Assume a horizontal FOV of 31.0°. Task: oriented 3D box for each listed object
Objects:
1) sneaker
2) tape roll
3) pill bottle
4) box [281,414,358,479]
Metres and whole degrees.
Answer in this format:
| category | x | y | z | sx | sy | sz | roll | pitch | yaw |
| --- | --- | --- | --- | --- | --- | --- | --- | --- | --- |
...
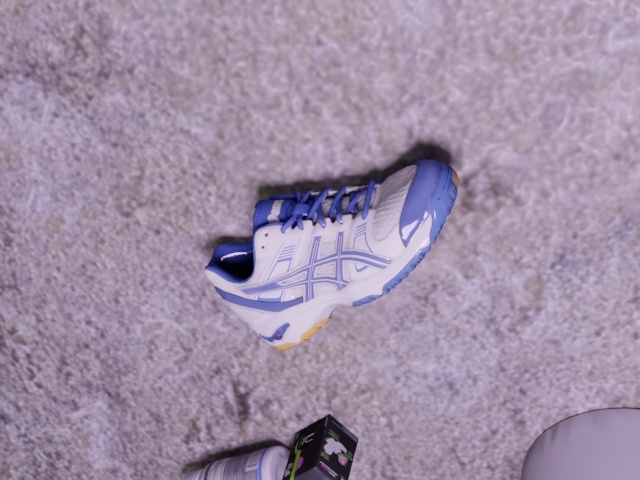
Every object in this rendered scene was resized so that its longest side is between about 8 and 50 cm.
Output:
| category | x | y | z | sx | sy | sz | roll | pitch | yaw |
| --- | --- | --- | --- | --- | --- | --- | --- | --- | --- |
| sneaker | 0.000 | 0.000 | 1.118 | 0.131 | 0.112 | 0.296 | 40 | 126 | -16 |
| tape roll | 0.333 | 0.325 | 1.246 | 0.246 | 0.169 | 0.246 | 8 | 129 | 10 |
| pill bottle | -0.097 | 0.300 | 1.404 | 0.137 | 0.078 | 0.078 | -19 | 120 | 28 |
| box | -0.001 | 0.257 | 1.339 | 0.052 | 0.083 | 0.062 | 43 | 126 | -18 |
